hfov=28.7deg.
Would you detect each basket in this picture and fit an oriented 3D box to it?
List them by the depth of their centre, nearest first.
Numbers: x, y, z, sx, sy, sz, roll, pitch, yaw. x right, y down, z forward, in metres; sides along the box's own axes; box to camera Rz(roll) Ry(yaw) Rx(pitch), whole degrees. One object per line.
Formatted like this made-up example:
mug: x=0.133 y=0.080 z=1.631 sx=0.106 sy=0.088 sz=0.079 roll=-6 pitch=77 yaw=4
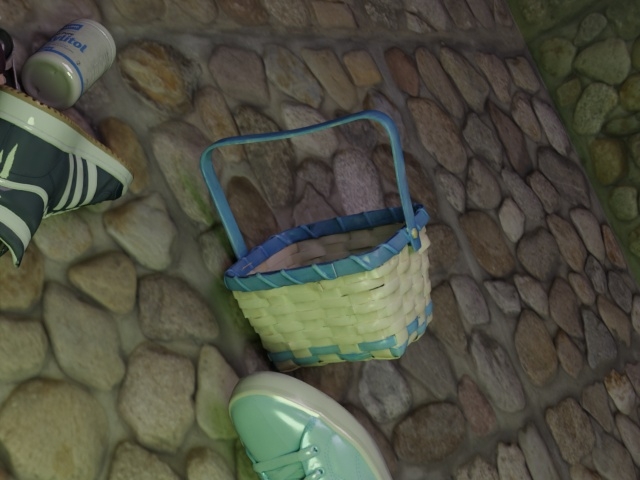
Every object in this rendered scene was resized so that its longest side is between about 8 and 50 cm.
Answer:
basket: x=0.000 y=0.000 z=1.500 sx=0.201 sy=0.255 sz=0.289 roll=-47 pitch=125 yaw=-55

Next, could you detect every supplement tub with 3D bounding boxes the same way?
supplement tub: x=-0.282 y=-0.198 z=1.406 sx=0.071 sy=0.071 sz=0.107 roll=51 pitch=33 yaw=-18

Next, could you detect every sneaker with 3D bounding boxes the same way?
sneaker: x=-0.286 y=-0.046 z=1.267 sx=0.153 sy=0.099 sz=0.282 roll=-65 pitch=167 yaw=-6
sneaker: x=0.012 y=0.313 z=1.381 sx=0.366 sy=0.135 sz=0.150 roll=53 pitch=30 yaw=-12

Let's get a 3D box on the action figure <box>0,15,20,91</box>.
action figure: x=-0.384 y=-0.197 z=1.227 sx=0.185 sy=0.099 sz=0.285 roll=62 pitch=14 yaw=5
